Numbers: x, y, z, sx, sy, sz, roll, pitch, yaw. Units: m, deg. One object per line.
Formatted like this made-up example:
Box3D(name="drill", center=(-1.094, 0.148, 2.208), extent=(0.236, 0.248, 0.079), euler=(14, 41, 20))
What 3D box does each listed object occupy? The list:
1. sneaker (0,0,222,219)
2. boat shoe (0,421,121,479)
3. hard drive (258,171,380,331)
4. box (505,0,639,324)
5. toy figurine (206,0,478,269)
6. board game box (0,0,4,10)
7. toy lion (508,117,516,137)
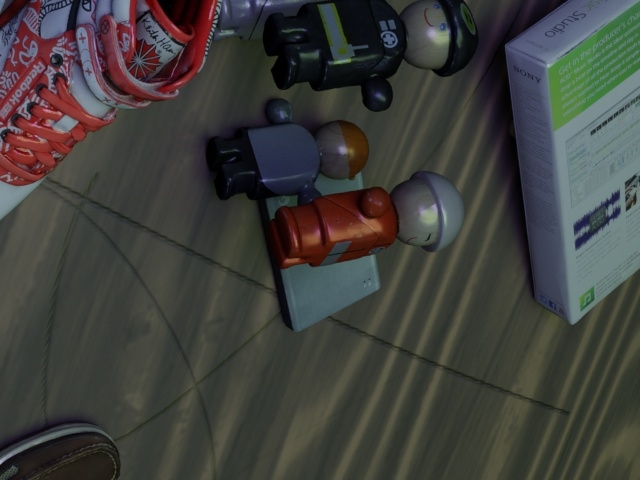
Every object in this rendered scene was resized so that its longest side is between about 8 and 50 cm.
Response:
Box3D(name="sneaker", center=(-0.170, -0.100, 0.872), extent=(0.090, 0.145, 0.270), euler=(35, 87, -41))
Box3D(name="boat shoe", center=(-0.250, 0.237, 0.989), extent=(0.257, 0.095, 0.095), euler=(-34, 126, -21))
Box3D(name="hard drive", center=(0.000, 0.000, 1.122), extent=(0.094, 0.022, 0.135), euler=(-26, 123, -25))
Box3D(name="box", center=(0.284, -0.103, 1.235), extent=(0.232, 0.058, 0.322), euler=(-36, 137, -22))
Box3D(name="toy figurine", center=(0.012, -0.099, 0.965), extent=(0.148, 0.209, 0.213), euler=(-11, 115, -21))
Box3D(name="board game box", center=(-0.350, -0.156, 0.765), extent=(0.319, 0.066, 0.317), euler=(20, 97, -40))
Box3D(name="toy lion", center=(0.232, -0.108, 1.247), extent=(0.100, 0.034, 0.096), euler=(-47, 137, -11))
